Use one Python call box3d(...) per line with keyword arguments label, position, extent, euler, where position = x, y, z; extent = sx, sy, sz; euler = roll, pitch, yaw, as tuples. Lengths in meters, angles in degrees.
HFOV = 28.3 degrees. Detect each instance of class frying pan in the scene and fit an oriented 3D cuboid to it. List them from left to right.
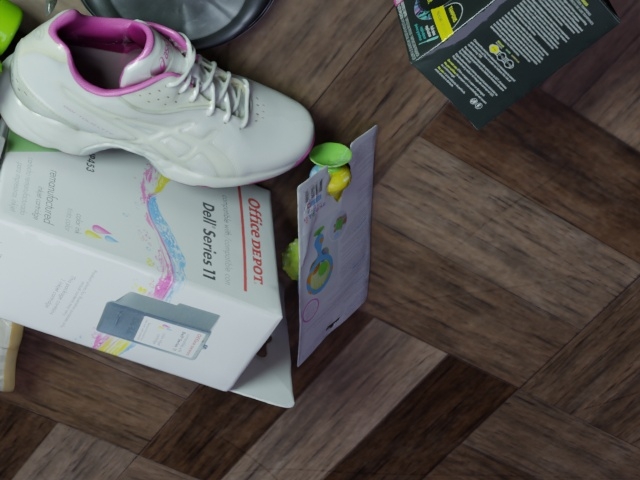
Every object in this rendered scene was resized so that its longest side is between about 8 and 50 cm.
box3d(label="frying pan", position=(-0.129, -0.296, 1.102), extent=(0.197, 0.053, 0.326), euler=(-3, 131, -4))

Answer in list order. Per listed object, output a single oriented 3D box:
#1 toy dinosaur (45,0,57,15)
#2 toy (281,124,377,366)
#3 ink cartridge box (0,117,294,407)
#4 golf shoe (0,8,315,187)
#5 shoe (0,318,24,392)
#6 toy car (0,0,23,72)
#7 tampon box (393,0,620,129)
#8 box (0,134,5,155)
box3d(label="toy dinosaur", position=(-0.141, -0.304, 1.004), extent=(0.160, 0.121, 0.313), euler=(26, 103, -6))
box3d(label="toy", position=(0.000, 0.000, 1.321), extent=(0.056, 0.137, 0.237), euler=(27, 135, 24))
box3d(label="ink cartridge box", position=(-0.158, 0.013, 1.236), extent=(0.353, 0.207, 0.119), euler=(21, 124, -23))
box3d(label="golf shoe", position=(-0.132, -0.128, 1.153), extent=(0.306, 0.115, 0.140), euler=(8, 153, -25))
box3d(label="shoe", position=(-0.347, 0.084, 1.356), extent=(0.058, 0.076, 0.219), euler=(5, 130, -16))
box3d(label="toy car", position=(-0.383, -0.158, 1.132), extent=(0.155, 0.149, 0.188), euler=(30, 132, -22))
box3d(label="tampon box", position=(0.165, -0.208, 1.151), extent=(0.161, 0.120, 0.101), euler=(-37, 123, 21))
box3d(label="box", position=(-0.441, -0.084, 1.138), extent=(0.324, 0.067, 0.063), euler=(5, 161, 19))
